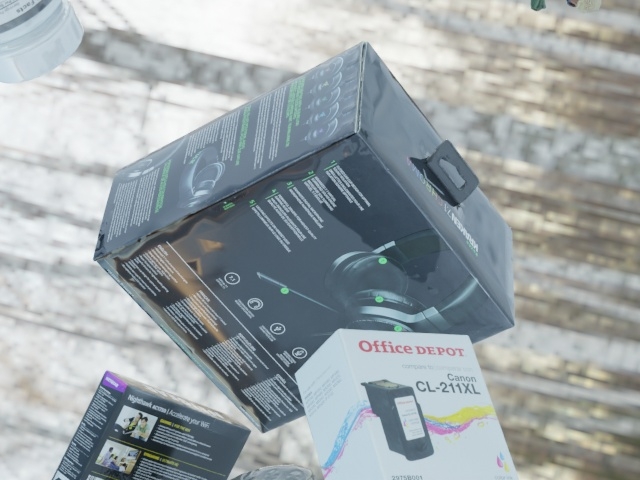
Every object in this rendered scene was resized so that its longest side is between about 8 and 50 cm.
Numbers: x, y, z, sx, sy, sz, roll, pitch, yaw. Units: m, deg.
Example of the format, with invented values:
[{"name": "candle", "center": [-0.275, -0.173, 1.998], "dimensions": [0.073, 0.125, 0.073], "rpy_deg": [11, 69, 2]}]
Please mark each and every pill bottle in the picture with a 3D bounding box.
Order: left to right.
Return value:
[{"name": "pill bottle", "center": [-0.198, -0.165, 1.018], "dimensions": [0.137, 0.078, 0.078], "rpy_deg": [65, -144, -39]}]

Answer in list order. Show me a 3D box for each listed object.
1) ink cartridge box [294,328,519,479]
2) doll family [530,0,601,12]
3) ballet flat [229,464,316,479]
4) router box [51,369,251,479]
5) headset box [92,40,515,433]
[{"name": "ink cartridge box", "center": [0.068, 0.157, 1.278], "dimensions": [0.072, 0.127, 0.175], "rpy_deg": [-49, 47, 43]}, {"name": "doll family", "center": [0.182, -0.271, 1.322], "dimensions": [0.076, 0.111, 0.193], "rpy_deg": [7, -69, -36]}, {"name": "ballet flat", "center": [-0.110, 0.295, 1.686], "dimensions": [0.058, 0.250, 0.084], "rpy_deg": [60, -174, -26]}, {"name": "router box", "center": [-0.170, 0.221, 1.737], "dimensions": [0.179, 0.046, 0.133], "rpy_deg": [27, -90, -42]}, {"name": "headset box", "center": [0.000, 0.000, 1.452], "dimensions": [0.246, 0.283, 0.131], "rpy_deg": [48, -151, -30]}]
